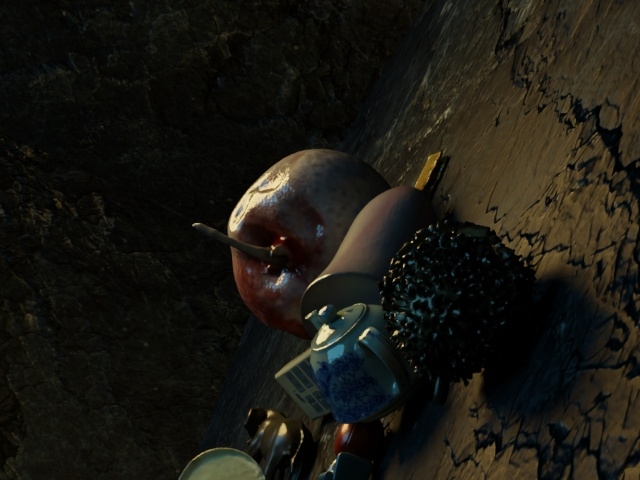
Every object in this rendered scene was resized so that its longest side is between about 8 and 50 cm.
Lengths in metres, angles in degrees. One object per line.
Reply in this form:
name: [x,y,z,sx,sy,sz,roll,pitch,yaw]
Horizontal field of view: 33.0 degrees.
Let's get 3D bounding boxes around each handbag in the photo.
handbag: [0.188,-0.110,1.855,0.083,0.027,0.061,-64,7,-5]

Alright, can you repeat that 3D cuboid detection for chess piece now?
chess piece: [-0.128,0.432,1.697,0.251,0.144,0.144,73,-144,-60]

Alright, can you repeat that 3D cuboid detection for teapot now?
teapot: [0.049,0.140,1.375,0.159,0.159,0.232,-66,18,-7]

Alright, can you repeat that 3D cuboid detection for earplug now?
earplug: [0.095,0.024,1.584,0.172,0.172,0.301,-59,4,41]

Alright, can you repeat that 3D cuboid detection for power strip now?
power strip: [0.005,0.220,1.720,0.043,0.106,0.367,-40,-3,-21]

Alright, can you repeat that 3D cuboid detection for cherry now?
cherry: [0.002,-0.011,1.817,0.335,0.291,0.326,-53,-26,-38]

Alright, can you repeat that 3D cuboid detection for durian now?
durian: [0.141,0.077,1.128,0.196,0.167,0.196,11,-90,-76]

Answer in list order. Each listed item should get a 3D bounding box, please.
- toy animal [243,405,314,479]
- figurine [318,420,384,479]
toy animal: [-0.076,0.369,1.874,0.245,0.115,0.146,0,70,58]
figurine: [0.041,0.281,1.401,0.075,0.068,0.140,123,168,-62]
